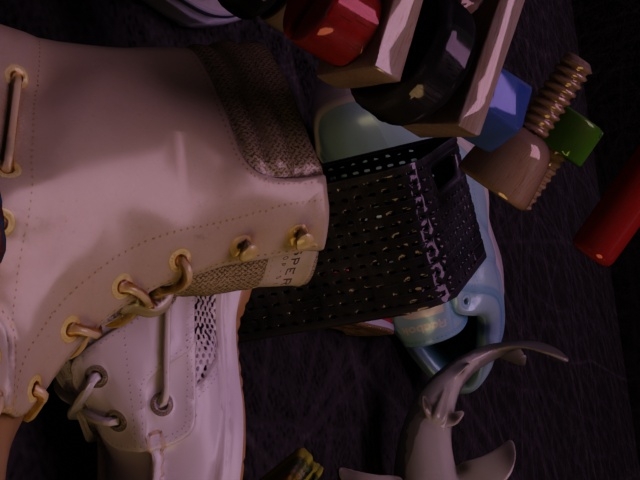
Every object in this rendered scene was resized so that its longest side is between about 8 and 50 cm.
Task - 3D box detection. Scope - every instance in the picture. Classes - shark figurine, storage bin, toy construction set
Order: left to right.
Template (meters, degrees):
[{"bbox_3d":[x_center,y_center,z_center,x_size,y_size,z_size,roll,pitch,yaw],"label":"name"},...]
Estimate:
[{"bbox_3d":[0.000,0.000,0.659,0.122,0.180,0.084,-35,113,-65],"label":"storage bin"},{"bbox_3d":[0.103,0.183,0.918,0.116,0.166,0.278,108,1,-52],"label":"shark figurine"},{"bbox_3d":[0.079,-0.168,0.506,0.309,0.237,0.257,33,8,-8],"label":"toy construction set"}]

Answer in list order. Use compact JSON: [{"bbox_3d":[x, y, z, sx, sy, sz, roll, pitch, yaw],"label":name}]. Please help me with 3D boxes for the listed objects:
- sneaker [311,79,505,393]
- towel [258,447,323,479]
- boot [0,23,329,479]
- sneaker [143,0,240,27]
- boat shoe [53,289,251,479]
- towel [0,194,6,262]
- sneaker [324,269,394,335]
[{"bbox_3d":[0.095,0.008,0.937,0.366,0.135,0.150,55,27,-43],"label":"sneaker"},{"bbox_3d":[-0.065,0.203,0.522,0.021,0.102,0.237,41,31,-7],"label":"towel"},{"bbox_3d":[-0.089,0.030,0.441,0.203,0.095,0.262,-1,72,-32],"label":"boot"},{"bbox_3d":[-0.078,-0.196,0.684,0.258,0.091,0.094,-15,93,-67],"label":"sneaker"},{"bbox_3d":[-0.096,0.061,0.539,0.096,0.098,0.277,15,71,-35],"label":"boat shoe"},{"bbox_3d":[-0.216,-0.182,0.313,0.271,0.040,0.370,15,58,-55],"label":"towel"},{"bbox_3d":[0.029,0.043,0.886,0.118,0.042,0.067,27,58,-59],"label":"sneaker"}]
